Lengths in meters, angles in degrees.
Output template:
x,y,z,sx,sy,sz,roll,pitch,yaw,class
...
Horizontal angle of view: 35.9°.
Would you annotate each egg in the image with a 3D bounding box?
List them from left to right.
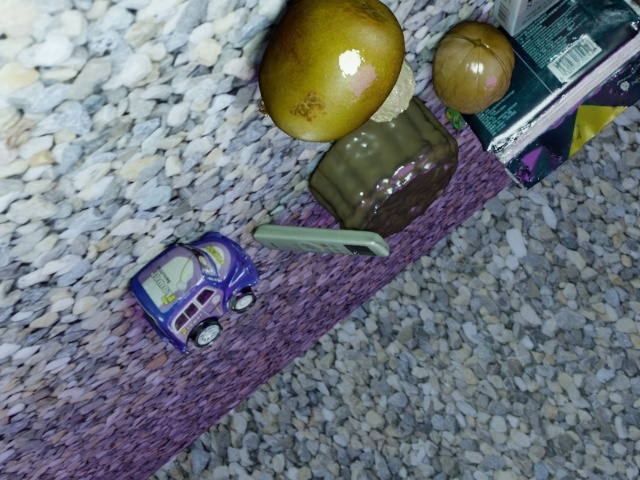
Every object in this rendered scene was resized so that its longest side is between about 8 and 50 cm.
x,y,z,sx,sy,sz,roll,pitch,yaw,class
0.105,-0.275,1.724,0.118,0.116,0.140,-11,129,-18,egg

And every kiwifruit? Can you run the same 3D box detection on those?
x,y,z,sx,sy,sz,roll,pitch,yaw,class
0.011,-0.246,1.412,0.196,0.196,0.234,-20,155,-54,kiwifruit

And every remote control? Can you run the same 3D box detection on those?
x,y,z,sx,sy,sz,roll,pitch,yaw,class
0.000,0.001,2.077,0.090,0.310,0.038,42,58,-54,remote control

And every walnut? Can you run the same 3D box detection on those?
x,y,z,sx,sy,sz,roll,pitch,yaw,class
0.295,-0.336,1.923,0.167,0.167,0.207,-37,167,-6,walnut

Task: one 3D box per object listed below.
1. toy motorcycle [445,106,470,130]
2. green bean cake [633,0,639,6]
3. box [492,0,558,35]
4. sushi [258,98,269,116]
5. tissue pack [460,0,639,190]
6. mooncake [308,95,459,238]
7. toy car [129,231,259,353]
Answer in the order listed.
x,y,z,sx,sy,sz,roll,pitch,yaw,class
0.347,-0.308,2.338,0.106,0.074,0.190,-31,168,6,toy motorcycle
0.909,-0.646,2.388,0.310,0.285,0.202,-57,154,-37,green bean cake
0.414,-0.504,1.885,0.155,0.067,0.243,-39,167,-5,box
-0.043,-0.232,1.592,0.118,0.061,0.060,-39,178,5,sushi
0.491,-0.347,2.100,0.416,0.264,0.253,-41,145,11,tissue pack
0.144,-0.143,2.098,0.324,0.187,0.324,-35,163,-12,mooncake
-0.244,0.083,1.893,0.235,0.172,0.158,-42,152,-5,toy car
